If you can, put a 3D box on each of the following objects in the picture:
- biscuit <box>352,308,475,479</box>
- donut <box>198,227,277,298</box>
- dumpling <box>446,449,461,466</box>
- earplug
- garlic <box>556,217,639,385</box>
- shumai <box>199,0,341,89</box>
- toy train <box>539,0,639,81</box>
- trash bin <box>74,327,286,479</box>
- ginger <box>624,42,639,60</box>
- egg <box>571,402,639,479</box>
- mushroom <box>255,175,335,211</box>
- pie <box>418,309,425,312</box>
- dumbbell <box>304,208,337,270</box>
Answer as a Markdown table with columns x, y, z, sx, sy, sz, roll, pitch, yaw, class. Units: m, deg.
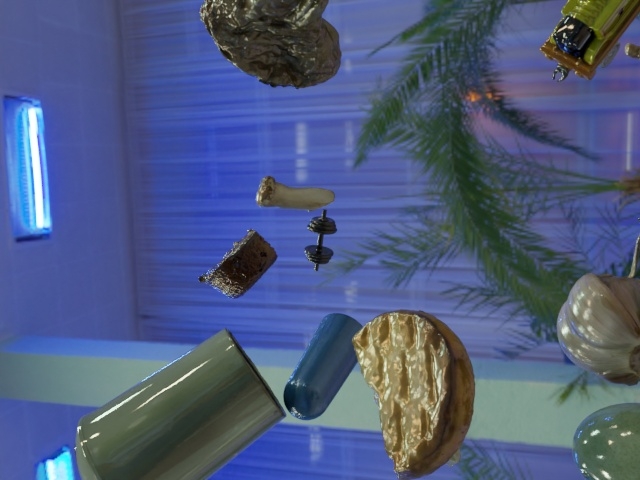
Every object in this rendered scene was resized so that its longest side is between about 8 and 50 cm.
| x | y | z | sx | sy | sz | roll | pitch | yaw | class |
| --- | --- | --- | --- | --- | --- | --- | --- | --- | --- |
| 0.159 | 0.239 | 1.060 | 0.091 | 0.213 | 0.274 | 24 | -137 | -37 | biscuit |
| -0.216 | 0.072 | 1.723 | 0.187 | 0.126 | 0.144 | -52 | 13 | -13 | donut |
| 0.306 | 0.495 | 1.513 | 0.076 | 0.052 | 0.057 | 48 | -138 | -30 | dumpling |
| 0.004 | 0.302 | 1.493 | 0.273 | 0.132 | 0.133 | -52 | -41 | -49 | earplug |
| 0.499 | 0.106 | 1.003 | 0.257 | 0.207 | 0.207 | -56 | -20 | 1 | garlic |
| -0.084 | -0.518 | 1.437 | 0.283 | 0.345 | 0.217 | 120 | 165 | -45 | shumai |
| 0.382 | -0.318 | 0.870 | 0.219 | 0.089 | 0.127 | -54 | -29 | 14 | toy train |
| -0.318 | 0.415 | 1.421 | 0.280 | 0.432 | 0.280 | 54 | 172 | 11 | trash bin |
| 0.516 | -0.281 | 0.984 | 0.048 | 0.097 | 0.030 | 87 | -159 | -84 | ginger |
| 0.527 | 0.348 | 1.031 | 0.169 | 0.236 | 0.169 | 2 | -93 | -48 | egg |
| -0.067 | -0.119 | 1.714 | 0.071 | 0.209 | 0.084 | 129 | 143 | -60 | mushroom |
| 0.331 | 0.256 | 1.836 | 0.038 | 0.153 | 0.153 | -55 | -14 | 10 | pie |
| 0.000 | 0.000 | 2.073 | 0.099 | 0.099 | 0.209 | -43 | -37 | -67 | dumbbell |
